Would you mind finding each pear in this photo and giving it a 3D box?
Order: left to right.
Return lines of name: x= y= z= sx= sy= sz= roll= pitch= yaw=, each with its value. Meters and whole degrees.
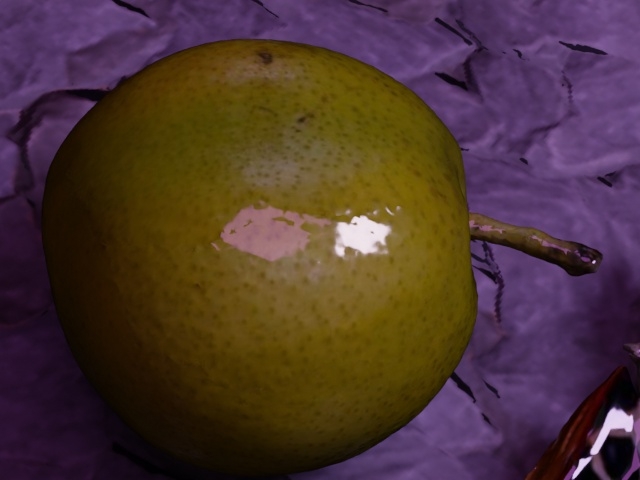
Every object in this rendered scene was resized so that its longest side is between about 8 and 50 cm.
pear: x=0.000 y=0.000 z=0.784 sx=0.216 sy=0.166 sz=0.180 roll=-10 pitch=40 yaw=9

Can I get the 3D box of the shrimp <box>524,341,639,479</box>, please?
shrimp: x=0.127 y=0.112 z=0.783 sx=0.152 sy=0.063 sz=0.287 roll=-6 pitch=56 yaw=8
